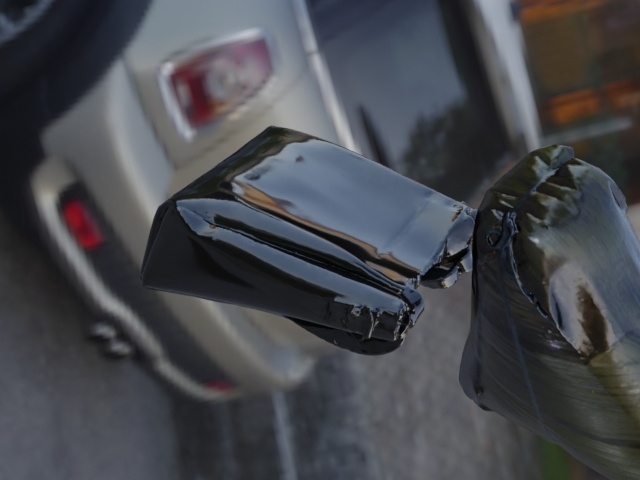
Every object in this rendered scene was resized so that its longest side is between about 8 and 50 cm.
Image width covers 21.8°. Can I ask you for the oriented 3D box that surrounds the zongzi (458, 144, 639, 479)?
[{"bbox_3d":[0.241,0.096,1.266,0.300,0.138,0.286,41,-21,24],"label":"zongzi"}]

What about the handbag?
[{"bbox_3d":[0.000,0.000,1.519,0.285,0.257,0.113,-42,145,-62],"label":"handbag"}]
